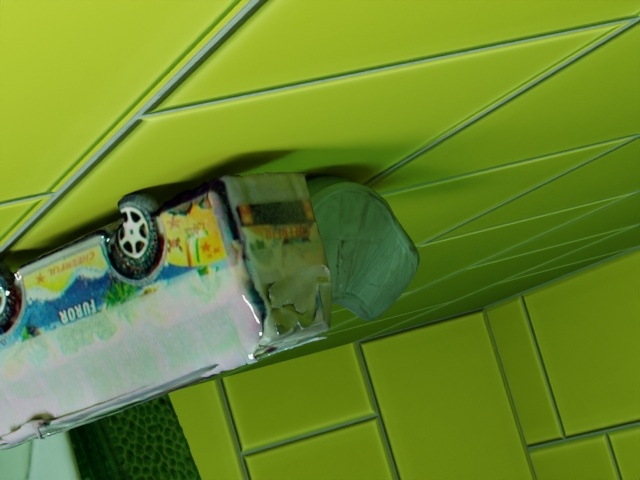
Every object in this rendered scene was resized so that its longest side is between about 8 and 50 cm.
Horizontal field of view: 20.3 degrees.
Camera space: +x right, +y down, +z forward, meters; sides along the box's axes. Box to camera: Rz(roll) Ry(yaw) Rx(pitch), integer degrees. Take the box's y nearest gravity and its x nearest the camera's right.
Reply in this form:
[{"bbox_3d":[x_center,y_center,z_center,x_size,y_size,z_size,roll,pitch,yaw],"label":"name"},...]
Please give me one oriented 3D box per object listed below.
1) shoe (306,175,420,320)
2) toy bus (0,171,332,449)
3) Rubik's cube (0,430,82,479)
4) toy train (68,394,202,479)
[{"bbox_3d":[0.000,0.000,1.416,0.100,0.103,0.251,28,178,25],"label":"shoe"},{"bbox_3d":[-0.139,0.052,1.244,0.317,0.138,0.112,-23,169,37],"label":"toy bus"},{"bbox_3d":[-0.407,0.270,1.487,0.351,0.347,0.352,-12,172,-37],"label":"Rubik's cube"},{"bbox_3d":[-0.261,0.234,1.975,0.202,0.266,0.145,-30,168,33],"label":"toy train"}]
